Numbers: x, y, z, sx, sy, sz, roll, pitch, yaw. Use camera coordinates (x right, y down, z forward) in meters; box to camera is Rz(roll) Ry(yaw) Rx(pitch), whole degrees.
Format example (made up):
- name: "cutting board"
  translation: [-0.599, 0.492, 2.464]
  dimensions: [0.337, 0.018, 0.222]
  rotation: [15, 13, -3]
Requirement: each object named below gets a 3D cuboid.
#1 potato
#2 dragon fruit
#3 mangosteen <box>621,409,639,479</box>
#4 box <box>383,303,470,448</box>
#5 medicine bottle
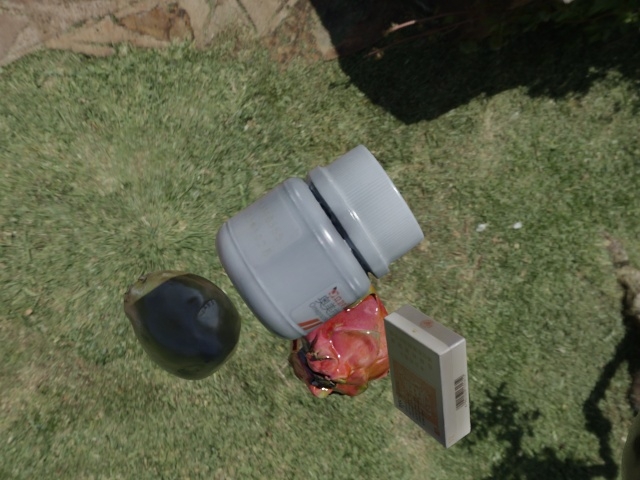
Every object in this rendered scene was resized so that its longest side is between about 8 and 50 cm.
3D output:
- name: "potato"
  translation: [-0.331, 0.208, 1.598]
  dimensions: [0.243, 0.221, 0.327]
  rotation: [-7, 129, 23]
- name: "dragon fruit"
  translation: [0.020, 0.247, 1.578]
  dimensions: [0.225, 0.305, 0.306]
  rotation: [-20, 96, -35]
- name: "mangosteen"
  translation: [0.677, 0.392, 0.987]
  dimensions: [0.435, 0.382, 0.382]
  rotation: [39, 80, -41]
- name: "box"
  translation: [0.176, 0.221, 1.054]
  dimensions: [0.058, 0.141, 0.201]
  rotation: [-26, 124, -25]
- name: "medicine bottle"
  translation: [0.000, 0.000, 1.114]
  dimensions: [0.306, 0.245, 0.245]
  rotation: [-35, 99, 4]
